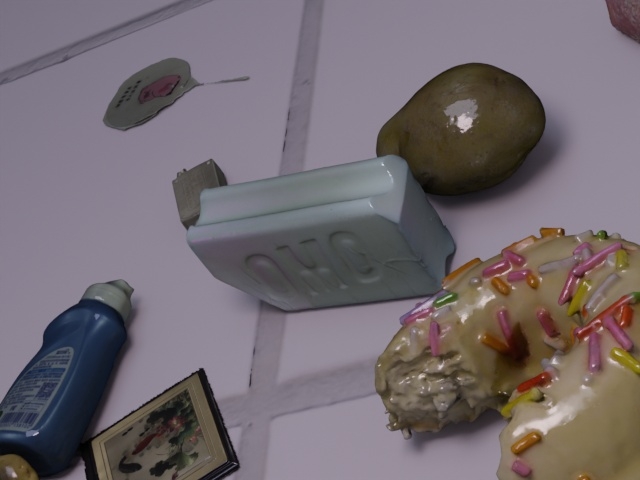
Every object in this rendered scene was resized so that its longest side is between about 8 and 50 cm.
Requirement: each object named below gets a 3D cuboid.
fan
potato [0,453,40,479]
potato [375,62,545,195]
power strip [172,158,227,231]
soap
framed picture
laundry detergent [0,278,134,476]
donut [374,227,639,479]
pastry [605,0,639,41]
[{"bbox_3d":[-0.244,-0.262,2.100,0.310,0.010,0.182,-4,47,34],"label":"fan"},{"bbox_3d":[-0.410,0.332,1.549,0.138,0.070,0.091,-41,65,0],"label":"potato"},{"bbox_3d":[0.173,-0.138,1.552,0.235,0.160,0.178,-17,1,42],"label":"potato"},{"bbox_3d":[-0.169,-0.049,1.797,0.075,0.042,0.175,-28,40,9],"label":"power strip"},{"bbox_3d":[0.000,0.000,1.516,0.289,0.173,0.095,-8,46,30],"label":"soap"},{"bbox_3d":[-0.205,0.265,1.523,0.195,0.010,0.199,-34,38,3],"label":"framed picture"},{"bbox_3d":[-0.338,0.176,1.657,0.143,0.094,0.290,-13,39,41],"label":"laundry detergent"},{"bbox_3d":[0.227,0.117,1.203,0.307,0.150,0.371,-38,24,-10],"label":"donut"},{"bbox_3d":[0.456,-0.285,1.539,0.112,0.103,0.265,-52,39,-9],"label":"pastry"}]
